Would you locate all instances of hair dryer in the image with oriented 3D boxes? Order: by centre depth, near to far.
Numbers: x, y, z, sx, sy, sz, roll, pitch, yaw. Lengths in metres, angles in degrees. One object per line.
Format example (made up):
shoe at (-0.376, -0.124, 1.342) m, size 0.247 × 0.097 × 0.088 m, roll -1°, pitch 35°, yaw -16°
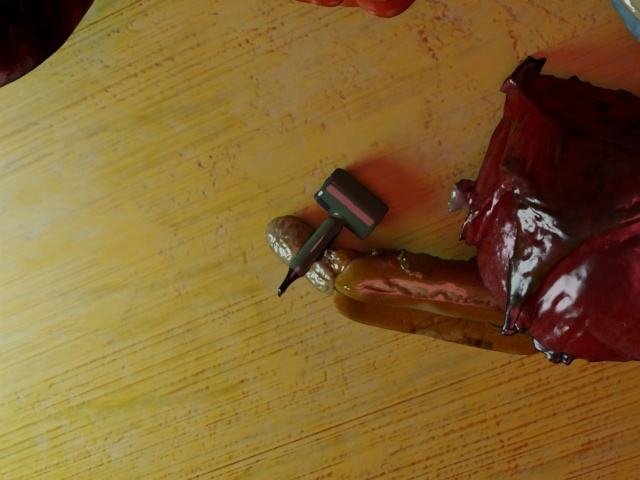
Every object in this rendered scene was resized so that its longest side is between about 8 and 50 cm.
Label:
hair dryer at (0.000, 0.000, 1.211) m, size 0.071 × 0.047 × 0.150 m, roll 39°, pitch 75°, yaw 0°

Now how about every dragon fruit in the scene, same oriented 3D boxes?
dragon fruit at (0.269, -0.016, 1.058) m, size 0.343 × 0.100 × 0.282 m, roll 21°, pitch 91°, yaw 31°

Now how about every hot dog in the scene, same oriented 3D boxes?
hot dog at (0.132, 0.057, 1.191) m, size 0.269 × 0.072 × 0.109 m, roll 14°, pitch 148°, yaw -7°

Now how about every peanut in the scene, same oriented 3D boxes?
peanut at (-0.012, 0.017, 1.245) m, size 0.113 × 0.054 × 0.054 m, roll 39°, pitch 108°, yaw 2°

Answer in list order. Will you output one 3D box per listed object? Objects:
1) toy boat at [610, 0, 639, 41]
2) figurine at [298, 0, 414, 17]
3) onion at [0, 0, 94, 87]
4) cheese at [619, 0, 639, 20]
toy boat at (0.390, -0.245, 1.086) m, size 0.215 × 0.123 × 0.330 m, roll -44°, pitch 83°, yaw 10°
figurine at (0.019, -0.364, 0.945) m, size 0.306 × 0.412 × 0.241 m, roll 26°, pitch 71°, yaw -4°
onion at (-0.368, -0.281, 1.137) m, size 0.348 × 0.285 × 0.347 m, roll 2°, pitch 70°, yaw -6°
cheese at (0.350, -0.294, 0.968) m, size 0.266 × 0.127 × 0.233 m, roll -45°, pitch 81°, yaw 12°
